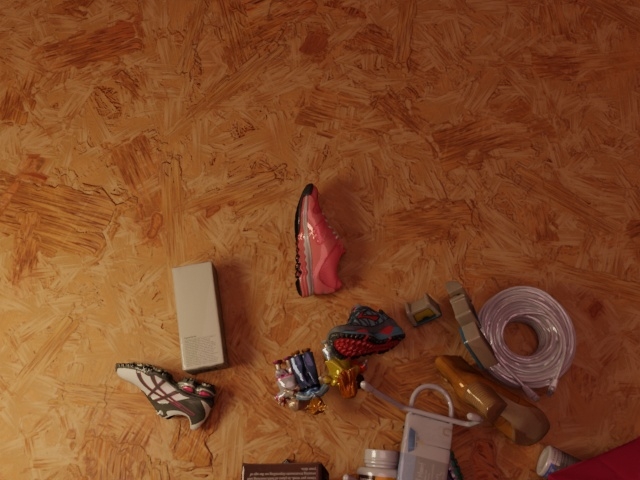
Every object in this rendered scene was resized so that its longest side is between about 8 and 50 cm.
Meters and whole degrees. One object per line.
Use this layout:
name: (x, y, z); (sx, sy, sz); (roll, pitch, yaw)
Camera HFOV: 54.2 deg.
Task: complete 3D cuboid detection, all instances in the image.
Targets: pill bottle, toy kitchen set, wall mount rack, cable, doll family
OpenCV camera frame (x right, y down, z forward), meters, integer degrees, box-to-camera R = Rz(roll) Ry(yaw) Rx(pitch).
pill bottle: (0.595, 0.554, 1.491); (0.137, 0.078, 0.078); (24, 74, 10)
toy kitchen set: (0.319, 0.229, 1.563); (0.166, 0.122, 0.207); (-27, 36, 16)
wall mount rack: (0.204, 0.469, 1.407); (0.304, 0.130, 0.350); (15, 63, -4)
cable: (0.518, 0.249, 1.595); (0.257, 0.089, 0.257); (37, 76, 15)
doll family: (0.001, 0.343, 1.563); (0.262, 0.118, 0.163); (-19, 72, -5)
pill bottle: (0.139, 0.605, 1.469); (0.117, 0.117, 0.215); (4, 71, 3)

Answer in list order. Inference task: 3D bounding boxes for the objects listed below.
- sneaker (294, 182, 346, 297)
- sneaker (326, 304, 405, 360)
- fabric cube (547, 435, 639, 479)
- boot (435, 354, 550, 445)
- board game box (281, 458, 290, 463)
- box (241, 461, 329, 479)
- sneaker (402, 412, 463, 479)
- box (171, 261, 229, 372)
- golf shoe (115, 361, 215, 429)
sneaker: (0.000, 0.001, 1.702); (0.136, 0.116, 0.314); (1, 78, -8)
sneaker: (0.094, 0.223, 1.564); (0.104, 0.261, 0.125); (-48, 57, 25)
fabric cube: (0.688, 0.620, 1.328); (0.259, 0.258, 0.254); (-21, 99, -5)
boot: (0.420, 0.379, 1.535); (0.104, 0.295, 0.211); (-52, 36, 6)
board game box: (-0.049, 0.673, 1.500); (0.136, 0.030, 0.260); (-41, 74, -9)
box: (-0.080, 0.693, 1.368); (0.191, 0.143, 0.382); (-3, 59, 9)
sneaker: (0.279, 0.541, 1.520); (0.098, 0.083, 0.224); (-25, 64, 12)
box: (-0.313, 0.202, 1.636); (0.113, 0.094, 0.275); (-9, 71, -1)
golf shoe: (-0.403, 0.383, 1.575); (0.272, 0.105, 0.120); (17, 80, 8)
